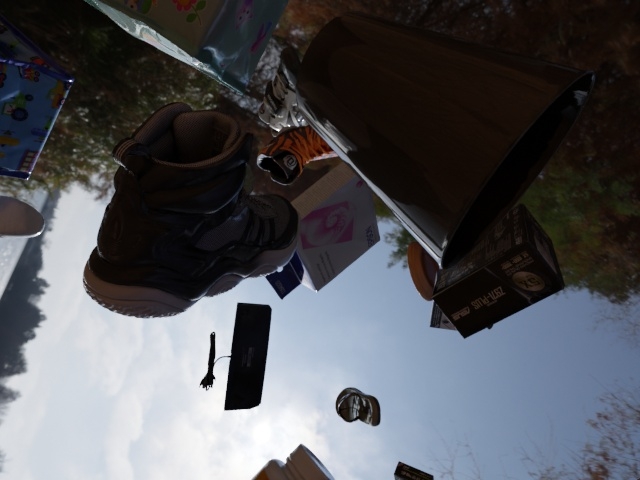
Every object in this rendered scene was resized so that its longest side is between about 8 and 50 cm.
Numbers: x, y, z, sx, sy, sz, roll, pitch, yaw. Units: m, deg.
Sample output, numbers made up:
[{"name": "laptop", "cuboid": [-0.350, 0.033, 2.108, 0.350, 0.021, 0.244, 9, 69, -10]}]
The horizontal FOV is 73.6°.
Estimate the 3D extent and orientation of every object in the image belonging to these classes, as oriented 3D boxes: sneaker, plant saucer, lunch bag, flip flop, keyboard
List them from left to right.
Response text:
[{"name": "lunch bag", "cuboid": [-0.613, -0.288, 0.758, 0.293, 0.138, 0.221, 43, -72, 17]}, {"name": "sneaker", "cuboid": [-0.636, -0.034, 0.793, 0.094, 0.212, 0.080, -43, -132, 49]}, {"name": "lunch bag", "cuboid": [-0.156, -0.320, 0.435, 0.224, 0.262, 0.160, -58, 175, 8]}, {"name": "sneaker", "cuboid": [-0.084, -0.041, 0.399, 0.101, 0.268, 0.153, 26, -65, 18]}, {"name": "keyboard", "cuboid": [-0.253, 0.344, 1.274, 0.033, 0.201, 0.318, -3, -101, 58]}, {"name": "sneaker", "cuboid": [-0.098, -0.367, 1.139, 0.331, 0.146, 0.123, 86, -14, -71]}, {"name": "sneaker", "cuboid": [-0.017, -0.212, 1.021, 0.320, 0.125, 0.180, -9, -147, 37]}, {"name": "flip flop", "cuboid": [0.102, 0.536, 1.362, 0.277, 0.080, 0.113, 151, -66, -67]}, {"name": "plant saucer", "cuboid": [0.341, 0.095, 1.380, 0.037, 0.200, 0.200, -21, -129, 32]}]

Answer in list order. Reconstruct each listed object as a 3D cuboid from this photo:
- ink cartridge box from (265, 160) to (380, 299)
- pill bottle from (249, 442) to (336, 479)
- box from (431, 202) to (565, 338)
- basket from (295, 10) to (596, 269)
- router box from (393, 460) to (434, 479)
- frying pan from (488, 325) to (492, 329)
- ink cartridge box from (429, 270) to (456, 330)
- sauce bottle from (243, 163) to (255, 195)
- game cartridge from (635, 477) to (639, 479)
[{"name": "ink cartridge box", "cuboid": [0.000, 0.000, 1.074, 0.330, 0.324, 0.071, -40, -122, -11]}, {"name": "pill bottle", "cuboid": [-0.076, 0.402, 0.607, 0.215, 0.117, 0.117, -43, -151, -13]}, {"name": "box", "cuboid": [0.253, 0.038, 0.621, 0.147, 0.078, 0.180, -38, -178, 29]}, {"name": "basket", "cuboid": [0.094, -0.119, 0.422, 0.226, 0.154, 0.204, 40, -86, 27]}, {"name": "router box", "cuboid": [0.239, 0.621, 1.082, 0.092, 0.123, 0.038, 10, -139, 30]}, {"name": "frying pan", "cuboid": [0.539, 0.097, 1.379, 0.197, 0.053, 0.326, 35, -77, 35]}, {"name": "ink cartridge box", "cuboid": [0.368, 0.175, 1.214, 0.097, 0.207, 0.046, 5, -137, 13]}, {"name": "sauce bottle", "cuboid": [-0.282, -0.119, 0.979, 0.344, 0.111, 0.112, -4, -115, 49]}, {"name": "game cartridge", "cuboid": [0.643, 0.408, 0.628, 0.294, 0.060, 0.196, -28, -149, 21]}]
